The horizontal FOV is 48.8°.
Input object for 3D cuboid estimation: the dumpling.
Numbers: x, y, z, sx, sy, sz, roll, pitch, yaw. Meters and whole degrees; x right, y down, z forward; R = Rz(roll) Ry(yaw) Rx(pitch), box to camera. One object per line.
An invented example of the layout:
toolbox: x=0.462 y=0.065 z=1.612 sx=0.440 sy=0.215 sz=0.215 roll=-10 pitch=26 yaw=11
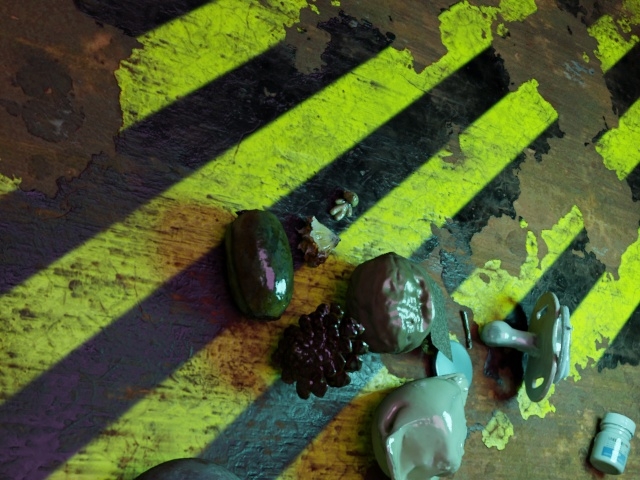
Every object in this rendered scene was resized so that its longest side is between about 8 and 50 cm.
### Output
dumpling: x=0.269 y=0.513 z=1.834 sx=0.395 sy=0.233 sz=0.315 roll=-34 pitch=128 yaw=-47

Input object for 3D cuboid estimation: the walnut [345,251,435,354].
walnut: x=0.179 y=0.161 z=1.824 sx=0.273 sy=0.227 sz=0.273 roll=7 pitch=78 yaw=-33

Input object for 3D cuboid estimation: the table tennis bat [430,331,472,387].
table tennis bat: x=0.361 y=0.324 z=2.006 sx=0.153 sy=0.040 sz=0.244 roll=-27 pitch=95 yaw=-39

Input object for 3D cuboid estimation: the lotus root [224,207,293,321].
lotus root: x=-0.141 y=0.059 z=1.702 sx=0.160 sy=0.152 sz=0.275 roll=-2 pitch=79 yaw=-41

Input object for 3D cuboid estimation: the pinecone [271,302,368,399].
pinecone: x=0.010 y=0.262 z=1.705 sx=0.202 sy=0.229 sz=0.201 roll=58 pitch=28 yaw=-5

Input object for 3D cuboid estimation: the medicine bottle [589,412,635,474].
medicine bottle: x=0.919 y=0.640 z=2.222 sx=0.105 sy=0.105 sz=0.168 roll=40 pitch=60 yaw=-16

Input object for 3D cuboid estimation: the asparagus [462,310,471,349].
asparagus: x=0.432 y=0.263 z=2.079 sx=0.015 sy=0.014 sz=0.114 roll=-3 pitch=78 yaw=-31

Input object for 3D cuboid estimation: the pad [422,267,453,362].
pad: x=0.324 y=0.207 z=1.953 sx=0.158 sy=0.003 sz=0.235 roll=44 pitch=35 yaw=-47

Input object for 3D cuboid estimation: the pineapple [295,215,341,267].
pineapple: x=0.000 y=0.000 z=1.854 sx=0.116 sy=0.069 sz=0.137 roll=-4 pitch=77 yaw=-32

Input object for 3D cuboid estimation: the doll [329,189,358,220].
doll: x=0.067 y=-0.095 z=1.948 sx=0.093 sy=0.051 sz=0.061 roll=-43 pitch=103 yaw=-3

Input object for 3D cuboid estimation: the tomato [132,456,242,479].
tomato: x=-0.261 y=0.591 z=1.391 sx=0.317 sy=0.282 sz=0.316 roll=8 pitch=40 yaw=-7

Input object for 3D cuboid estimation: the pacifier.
pacifier: x=0.629 y=0.306 z=2.078 sx=0.220 sy=0.273 sz=0.332 roll=40 pitch=54 yaw=-48
